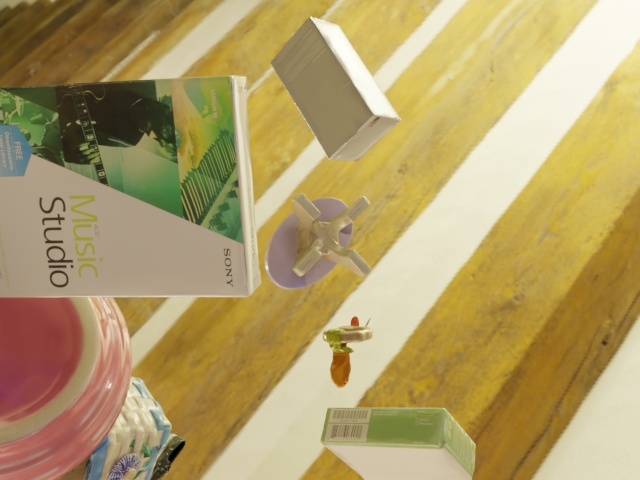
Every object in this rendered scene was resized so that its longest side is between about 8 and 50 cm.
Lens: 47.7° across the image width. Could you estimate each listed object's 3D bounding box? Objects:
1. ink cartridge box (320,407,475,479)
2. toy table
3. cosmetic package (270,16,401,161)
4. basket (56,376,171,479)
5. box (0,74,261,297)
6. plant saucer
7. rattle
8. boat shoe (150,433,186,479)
[{"bbox_3d":[0.128,0.300,0.980,0.171,0.235,0.056,-8,-129,30],"label":"ink cartridge box"},{"bbox_3d":[0.000,0.000,1.758,0.274,0.252,0.161,-59,-164,-18],"label":"toy table"},{"bbox_3d":[0.025,-0.272,1.318,0.127,0.107,0.238,-39,-107,32],"label":"cosmetic package"},{"bbox_3d":[-0.366,0.291,0.986,0.201,0.288,0.255,42,-64,45],"label":"basket"},{"bbox_3d":[-0.231,-0.054,0.784,0.321,0.233,0.058,-2,-167,9],"label":"box"},{"bbox_3d":[-0.398,0.139,0.880,0.332,0.332,0.084,-65,-178,-36],"label":"plant saucer"},{"bbox_3d":[0.082,0.271,1.818,0.130,0.143,0.199,-21,176,7],"label":"rattle"},{"bbox_3d":[-0.347,0.492,1.602,0.040,0.049,0.142,10,-133,22],"label":"boat shoe"}]
